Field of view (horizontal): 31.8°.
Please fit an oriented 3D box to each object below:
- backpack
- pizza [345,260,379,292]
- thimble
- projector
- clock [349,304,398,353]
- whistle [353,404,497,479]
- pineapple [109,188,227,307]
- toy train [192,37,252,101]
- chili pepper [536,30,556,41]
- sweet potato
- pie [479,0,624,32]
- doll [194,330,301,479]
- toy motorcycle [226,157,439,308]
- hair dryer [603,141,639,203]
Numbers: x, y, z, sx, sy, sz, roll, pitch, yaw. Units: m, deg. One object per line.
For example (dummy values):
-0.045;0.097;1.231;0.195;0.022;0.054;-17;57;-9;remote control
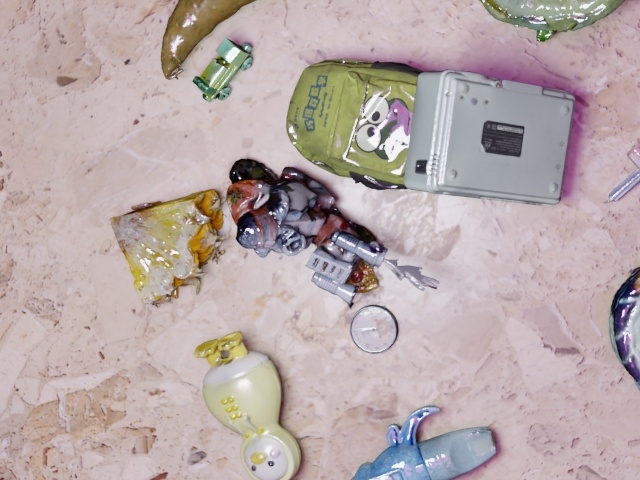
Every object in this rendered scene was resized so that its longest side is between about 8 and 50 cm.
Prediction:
0.073;-0.194;1.828;0.253;0.140;0.207;16;95;18;backpack
0.057;0.051;1.898;0.083;0.025;0.078;0;95;12;pizza
0.558;0.142;1.742;0.237;0.150;0.237;1;95;10;thimble
0.268;-0.158;1.741;0.256;0.099;0.192;5;94;-27;projector
0.090;0.151;1.901;0.085;0.017;0.085;1;94;12;clock
0.164;0.376;1.871;0.269;0.093;0.180;-21;90;6;whistle
-0.264;0.000;1.917;0.186;0.114;0.236;36;102;7;pineapple
-0.163;-0.286;1.895;0.050;0.081;0.122;42;100;13;toy train
0.418;-0.406;1.780;0.088;0.059;0.227;43;103;24;chili pepper
-0.128;-0.441;1.857;0.422;0.130;0.130;-39;86;15;sweet potato
0.369;-0.465;1.745;0.302;0.067;0.303;-1;88;28;pie
-0.114;0.299;1.900;0.141;0.117;0.296;-22;88;21;doll
0.000;0.000;1.818;0.401;0.207;0.134;32;120;7;toy motorcycle
0.495;-0.100;1.800;0.114;0.037;0.063;-45;83;18;hair dryer
